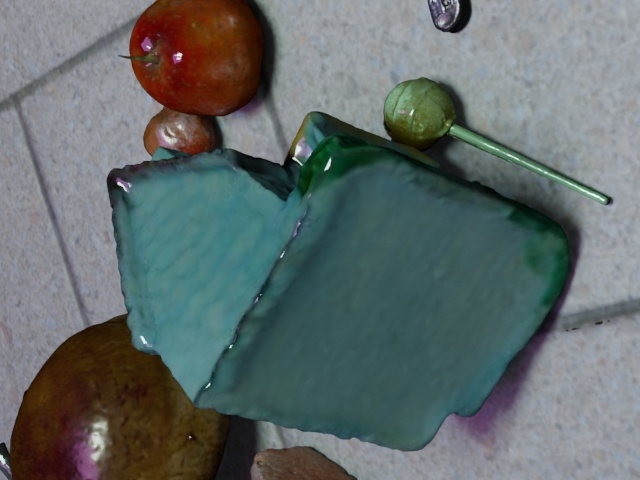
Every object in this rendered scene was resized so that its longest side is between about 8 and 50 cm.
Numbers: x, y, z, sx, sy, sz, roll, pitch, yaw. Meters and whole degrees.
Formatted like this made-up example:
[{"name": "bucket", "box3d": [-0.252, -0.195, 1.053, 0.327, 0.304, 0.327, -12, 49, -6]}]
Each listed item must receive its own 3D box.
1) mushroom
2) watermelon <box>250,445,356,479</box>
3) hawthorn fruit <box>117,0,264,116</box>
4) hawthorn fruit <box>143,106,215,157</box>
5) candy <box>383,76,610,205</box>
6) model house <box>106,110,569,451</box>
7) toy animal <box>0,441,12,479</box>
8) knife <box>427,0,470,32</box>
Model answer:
[{"name": "mushroom", "box3d": [-0.215, 0.213, 1.253, 0.283, 0.195, 0.263, -62, 40, 42]}, {"name": "watermelon", "box3d": [-0.023, 0.318, 1.182, 0.318, 0.148, 0.226, -40, 55, 56]}, {"name": "hawthorn fruit", "box3d": [-0.116, -0.166, 1.118, 0.125, 0.140, 0.125, 29, 152, 18]}, {"name": "hawthorn fruit", "box3d": [-0.124, -0.088, 1.184, 0.103, 0.066, 0.067, 46, 128, 19]}, {"name": "candy", "box3d": [0.135, -0.070, 0.961, 0.202, 0.061, 0.061, 29, 120, 25]}, {"name": "model house", "box3d": [0.000, 0.000, 0.972, 0.230, 0.280, 0.249, -58, 41, 14]}, {"name": "toy animal", "box3d": [-0.341, 0.299, 1.481, 0.269, 0.082, 0.137, -34, 77, 43]}, {"name": "knife", "box3d": [0.093, -0.224, 0.972, 0.031, 0.018, 0.121, -13, 90, 43]}]
